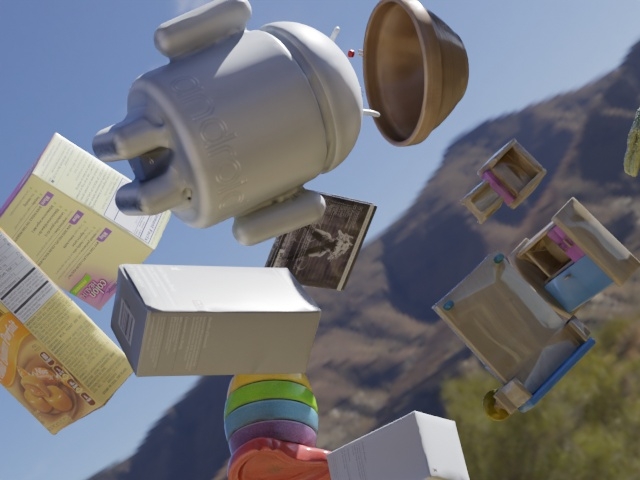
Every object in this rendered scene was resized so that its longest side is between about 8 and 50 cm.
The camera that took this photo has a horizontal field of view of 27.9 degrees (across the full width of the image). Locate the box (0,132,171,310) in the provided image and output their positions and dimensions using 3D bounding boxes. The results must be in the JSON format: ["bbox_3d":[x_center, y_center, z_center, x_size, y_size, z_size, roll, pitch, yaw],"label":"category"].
[{"bbox_3d":[-0.420,-0.029,2.239,0.213,0.243,0.117,-44,19,41],"label":"box"}]

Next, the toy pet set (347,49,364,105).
[{"bbox_3d":[0.102,-0.309,2.499,0.114,0.065,0.122,-21,-53,-50],"label":"toy pet set"}]

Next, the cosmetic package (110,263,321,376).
[{"bbox_3d":[-0.133,0.101,1.635,0.238,0.127,0.107,-2,-62,-28],"label":"cosmetic package"}]

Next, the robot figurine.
[{"bbox_3d":[-0.095,-0.143,1.576,0.353,0.300,0.200,-27,16,-23],"label":"robot figurine"}]

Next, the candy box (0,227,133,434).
[{"bbox_3d":[-0.419,0.112,1.766,0.183,0.316,0.087,-33,13,51],"label":"candy box"}]

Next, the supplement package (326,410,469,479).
[{"bbox_3d":[0.115,0.343,1.933,0.179,0.105,0.105,-31,-34,31],"label":"supplement package"}]

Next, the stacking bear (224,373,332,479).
[{"bbox_3d":[-0.079,0.252,2.099,0.175,0.289,0.164,18,-40,-30],"label":"stacking bear"}]

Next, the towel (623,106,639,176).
[{"bbox_3d":[0.452,-0.160,1.798,0.110,0.027,0.148,-63,-17,-16],"label":"towel"}]

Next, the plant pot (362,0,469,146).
[{"bbox_3d":[0.162,-0.271,2.046,0.110,0.237,0.237,-7,-19,-20],"label":"plant pot"}]

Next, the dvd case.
[{"bbox_3d":[0.000,0.000,2.182,0.221,0.018,0.164,10,-75,-52],"label":"dvd case"}]

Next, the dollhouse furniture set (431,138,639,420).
[{"bbox_3d":[0.250,0.076,1.862,0.303,0.286,0.198,-43,-5,-22],"label":"dollhouse furniture set"}]
